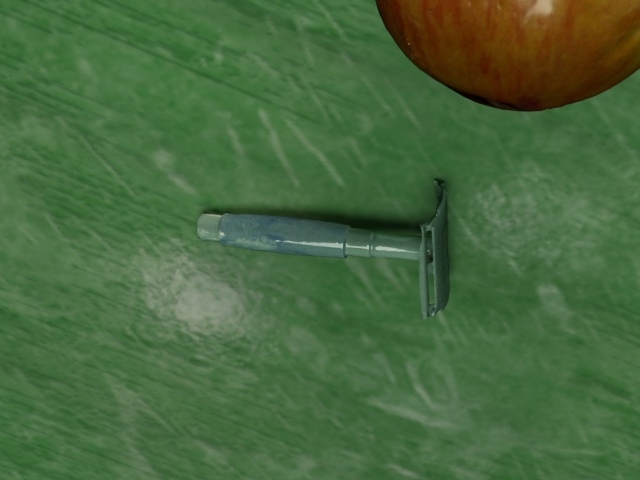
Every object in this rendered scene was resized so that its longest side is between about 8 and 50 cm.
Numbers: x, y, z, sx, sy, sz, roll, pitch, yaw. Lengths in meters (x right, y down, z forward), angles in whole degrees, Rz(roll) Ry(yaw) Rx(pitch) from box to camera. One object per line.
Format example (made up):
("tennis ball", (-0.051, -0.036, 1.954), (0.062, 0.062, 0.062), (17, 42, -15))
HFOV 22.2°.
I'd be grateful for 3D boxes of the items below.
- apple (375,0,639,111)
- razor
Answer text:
("apple", (0.086, -0.121, 0.683), (0.147, 0.146, 0.146), (5, 128, 7))
("razor", (0.000, 0.000, 0.857), (0.135, 0.040, 0.068), (5, 127, 13))
